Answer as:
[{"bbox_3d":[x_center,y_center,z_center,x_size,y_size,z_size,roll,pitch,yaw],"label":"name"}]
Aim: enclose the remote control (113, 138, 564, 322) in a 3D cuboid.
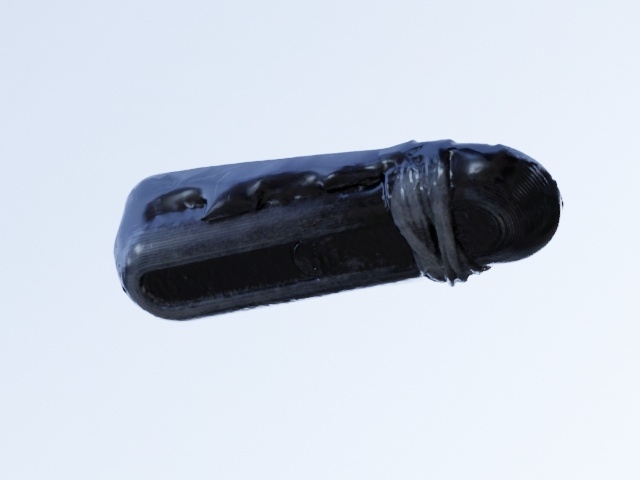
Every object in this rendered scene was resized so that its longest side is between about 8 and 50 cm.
[{"bbox_3d":[0.000,0.000,1.001,0.266,0.066,0.090,-6,-44,32],"label":"remote control"}]
